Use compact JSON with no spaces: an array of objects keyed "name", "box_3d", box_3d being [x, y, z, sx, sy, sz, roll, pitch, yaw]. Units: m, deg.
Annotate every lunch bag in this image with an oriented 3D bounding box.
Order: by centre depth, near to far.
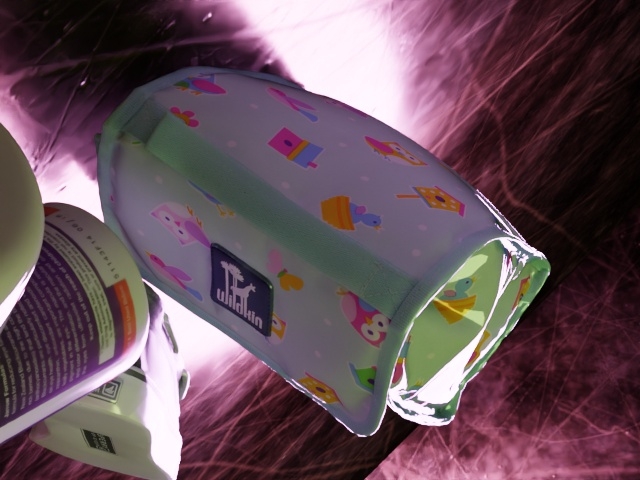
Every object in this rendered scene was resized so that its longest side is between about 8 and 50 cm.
[{"name":"lunch bag","box_3d":[0.000,0.000,1.001,0.160,0.223,0.262,-56,163,6]}]

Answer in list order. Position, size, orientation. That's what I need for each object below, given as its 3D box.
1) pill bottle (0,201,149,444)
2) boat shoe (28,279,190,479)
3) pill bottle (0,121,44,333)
[{"name":"pill bottle","box_3d":[-0.191,0.058,0.864,0.193,0.108,0.108,-29,157,-47]},{"name":"boat shoe","box_3d":[-0.138,0.091,1.110,0.301,0.108,0.102,97,9,-72]},{"name":"pill bottle","box_3d":[-0.235,0.066,0.670,0.161,0.161,0.283,-25,153,-53]}]
